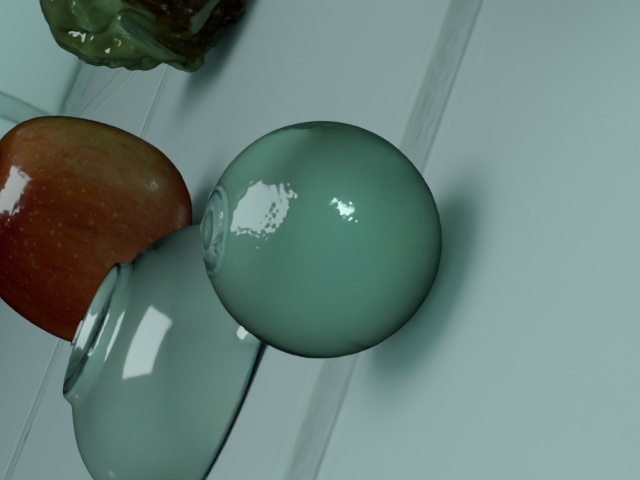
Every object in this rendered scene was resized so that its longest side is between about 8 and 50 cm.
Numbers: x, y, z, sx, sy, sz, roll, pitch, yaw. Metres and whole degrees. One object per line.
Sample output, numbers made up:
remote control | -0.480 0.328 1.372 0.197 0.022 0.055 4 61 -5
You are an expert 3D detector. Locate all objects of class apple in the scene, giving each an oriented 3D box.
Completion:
apple | -0.189 -0.008 1.171 0.181 0.168 0.181 -50 27 38

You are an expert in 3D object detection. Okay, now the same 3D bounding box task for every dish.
dish | -0.108 0.063 0.937 0.236 0.086 0.228 -57 18 30

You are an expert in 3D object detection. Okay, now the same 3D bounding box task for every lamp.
lamp | 0.000 0.000 0.631 0.105 0.105 0.105 -58 18 30

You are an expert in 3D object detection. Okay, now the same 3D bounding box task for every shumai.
shumai | -0.144 -0.247 1.426 0.256 0.189 0.218 -47 39 14
